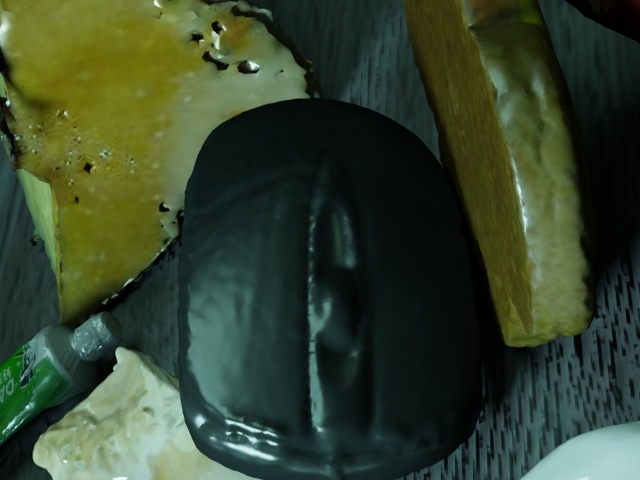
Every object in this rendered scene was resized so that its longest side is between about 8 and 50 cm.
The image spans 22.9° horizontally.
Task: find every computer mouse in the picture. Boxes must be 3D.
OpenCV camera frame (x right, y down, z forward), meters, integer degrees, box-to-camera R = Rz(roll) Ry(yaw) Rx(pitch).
[{"bbox_3d":[0.000,0.000,0.765,0.138,0.086,0.269,-1,38,-4],"label":"computer mouse"}]

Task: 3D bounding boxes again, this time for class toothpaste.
[{"bbox_3d":[-0.216,0.125,0.978,0.248,0.047,0.078,-39,32,17],"label":"toothpaste"}]

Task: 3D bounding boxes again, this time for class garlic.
[{"bbox_3d":[-0.067,0.129,0.769,0.174,0.099,0.124,-48,53,8],"label":"garlic"}]

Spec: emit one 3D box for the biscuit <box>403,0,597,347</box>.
[{"bbox_3d":[0.078,-0.060,0.709,0.041,0.208,0.290,-12,27,-1],"label":"biscuit"}]

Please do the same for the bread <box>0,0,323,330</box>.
[{"bbox_3d":[-0.189,-0.127,0.983,0.279,0.315,0.248,-50,30,16],"label":"bread"}]

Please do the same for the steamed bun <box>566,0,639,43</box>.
[{"bbox_3d":[0.243,-0.237,0.634,0.379,0.248,0.235,-66,24,16],"label":"steamed bun"}]

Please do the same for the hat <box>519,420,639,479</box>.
[{"bbox_3d":[0.120,0.136,0.508,0.203,0.126,0.203,-33,37,29],"label":"hat"}]
